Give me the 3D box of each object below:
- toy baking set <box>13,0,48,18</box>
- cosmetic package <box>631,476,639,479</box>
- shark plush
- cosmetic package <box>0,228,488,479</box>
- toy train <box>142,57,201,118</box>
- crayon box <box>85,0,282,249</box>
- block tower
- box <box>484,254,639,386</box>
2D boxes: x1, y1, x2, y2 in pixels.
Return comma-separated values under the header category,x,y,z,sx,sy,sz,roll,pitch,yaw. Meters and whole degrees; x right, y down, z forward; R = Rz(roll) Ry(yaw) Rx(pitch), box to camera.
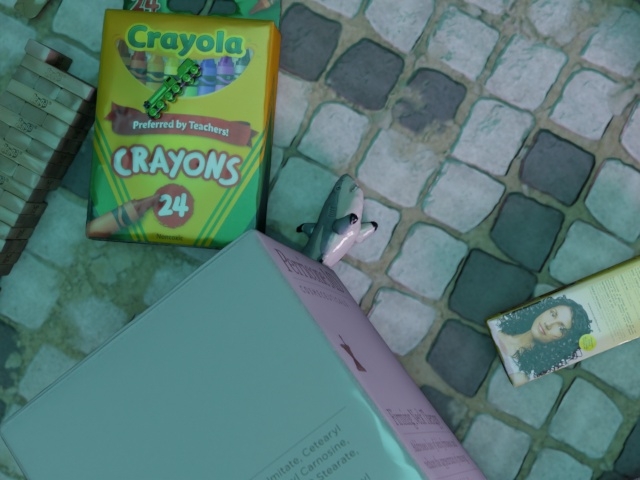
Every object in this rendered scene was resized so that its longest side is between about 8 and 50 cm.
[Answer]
category,x,y,z,sx,sy,sz,roll,pitch,yaw
toy baking set,-0.344,-0.405,1.463,0.196,0.030,0.256,-25,88,6
cosmetic package,0.529,0.395,1.344,0.284,0.097,0.377,-25,95,5
shark plush,0.000,0.000,1.438,0.067,0.073,0.161,48,114,22
cosmetic package,-0.040,0.257,1.240,0.327,0.329,0.394,-38,74,7
toy train,-0.169,-0.172,1.372,0.083,0.017,0.024,-45,77,3
crayon box,-0.157,-0.151,1.420,0.202,0.081,0.318,4,89,5
block tower,-0.369,-0.064,1.430,0.097,0.091,0.335,28,92,3
box,0.312,0.085,1.397,0.232,0.058,0.087,-24,88,3
